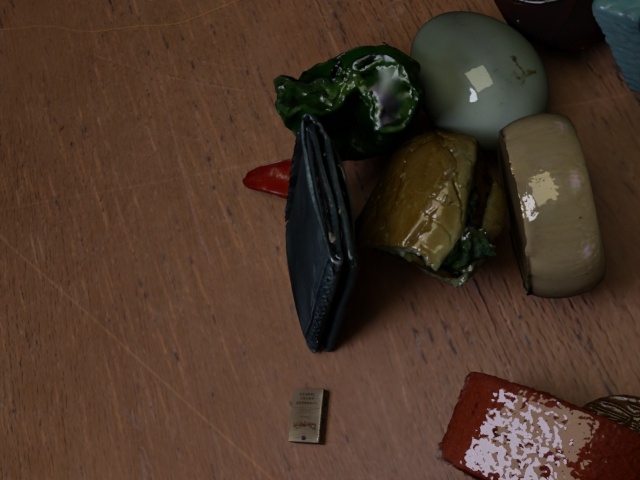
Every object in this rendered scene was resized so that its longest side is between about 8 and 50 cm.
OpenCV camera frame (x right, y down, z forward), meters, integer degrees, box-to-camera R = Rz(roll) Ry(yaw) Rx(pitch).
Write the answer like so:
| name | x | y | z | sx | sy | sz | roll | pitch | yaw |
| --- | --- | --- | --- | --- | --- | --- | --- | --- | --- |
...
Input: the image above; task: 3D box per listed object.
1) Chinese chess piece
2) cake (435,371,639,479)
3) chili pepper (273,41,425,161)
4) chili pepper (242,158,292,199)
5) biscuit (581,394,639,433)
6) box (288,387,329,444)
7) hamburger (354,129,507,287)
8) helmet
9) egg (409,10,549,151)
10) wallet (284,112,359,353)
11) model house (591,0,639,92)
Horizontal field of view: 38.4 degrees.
| name | x | y | z | sx | sy | sz | roll | pitch | yaw |
| --- | --- | --- | --- | --- | --- | --- | --- | --- | --- |
| Chinese chess piece | 0.304 | -0.045 | 1.233 | 0.103 | 0.250 | 0.250 | -12 | 67 | 8 |
| cake | 0.280 | 0.269 | 1.146 | 0.283 | 0.177 | 0.151 | 20 | 86 | 36 |
| chili pepper | 0.046 | -0.198 | 1.374 | 0.213 | 0.385 | 0.168 | -23 | 99 | -2 |
| chili pepper | -0.063 | -0.099 | 1.549 | 0.168 | 0.065 | 0.088 | 6 | 59 | 33 |
| biscuit | 0.396 | 0.295 | 1.196 | 0.187 | 0.027 | 0.188 | -9 | 68 | 23 |
| box | -0.018 | 0.270 | 1.412 | 0.053 | 0.024 | 0.083 | -2 | 73 | 26 |
| hamburger | 0.156 | -0.056 | 1.311 | 0.211 | 0.132 | 0.309 | -63 | 19 | -3 |
| helmet | 0.362 | -0.377 | 1.354 | 0.189 | 0.193 | 0.216 | -60 | 16 | -4 |
| egg | 0.232 | -0.245 | 1.380 | 0.183 | 0.183 | 0.264 | -39 | 51 | 9 |
| wallet | 0.000 | 0.000 | 1.341 | 0.075 | 0.342 | 0.237 | -10 | 64 | -11 |
| model house | 0.533 | -0.303 | 1.193 | 0.248 | 0.280 | 0.230 | 31 | 89 | 37 |
